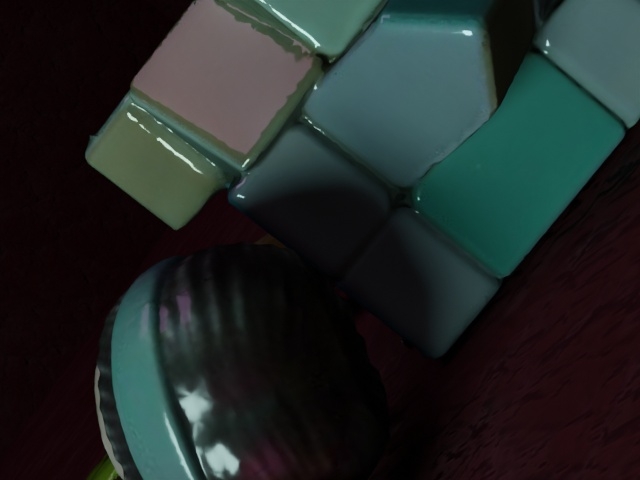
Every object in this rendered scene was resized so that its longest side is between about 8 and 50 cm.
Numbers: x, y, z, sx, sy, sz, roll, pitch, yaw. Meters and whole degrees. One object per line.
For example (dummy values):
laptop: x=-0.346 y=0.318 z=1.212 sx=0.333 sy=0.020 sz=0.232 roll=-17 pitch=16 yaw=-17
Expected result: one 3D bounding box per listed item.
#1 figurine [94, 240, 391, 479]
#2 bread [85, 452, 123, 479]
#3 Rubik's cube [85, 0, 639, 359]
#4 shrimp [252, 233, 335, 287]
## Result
figurine: x=-0.034 y=0.072 z=0.579 sx=0.110 sy=0.138 sz=0.245 roll=-36 pitch=1 yaw=-8
bread: x=-0.095 y=0.147 z=0.753 sx=0.139 sy=0.071 sz=0.130 roll=-52 pitch=12 yaw=2
Rubik's cube: x=0.014 y=-0.082 z=0.629 sx=0.224 sy=0.213 sz=0.265 roll=-50 pitch=10 yaw=2
shrimp: x=-0.003 y=-0.003 z=0.851 sx=0.236 sy=0.053 sz=0.133 roll=-31 pitch=16 yaw=35
